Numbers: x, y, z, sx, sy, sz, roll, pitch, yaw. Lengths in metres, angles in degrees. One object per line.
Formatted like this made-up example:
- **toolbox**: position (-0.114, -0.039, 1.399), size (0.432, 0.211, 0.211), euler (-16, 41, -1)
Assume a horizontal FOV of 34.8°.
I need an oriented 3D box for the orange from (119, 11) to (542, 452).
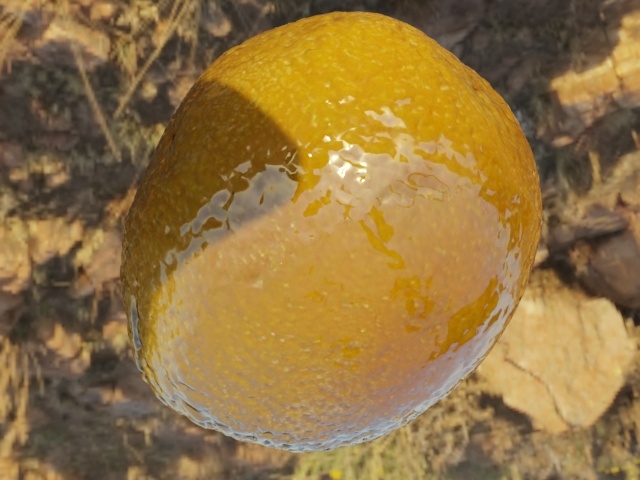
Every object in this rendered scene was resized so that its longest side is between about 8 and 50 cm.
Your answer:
- **orange**: position (0.000, 0.000, 0.820), size (0.322, 0.322, 0.357), euler (23, 112, -44)
